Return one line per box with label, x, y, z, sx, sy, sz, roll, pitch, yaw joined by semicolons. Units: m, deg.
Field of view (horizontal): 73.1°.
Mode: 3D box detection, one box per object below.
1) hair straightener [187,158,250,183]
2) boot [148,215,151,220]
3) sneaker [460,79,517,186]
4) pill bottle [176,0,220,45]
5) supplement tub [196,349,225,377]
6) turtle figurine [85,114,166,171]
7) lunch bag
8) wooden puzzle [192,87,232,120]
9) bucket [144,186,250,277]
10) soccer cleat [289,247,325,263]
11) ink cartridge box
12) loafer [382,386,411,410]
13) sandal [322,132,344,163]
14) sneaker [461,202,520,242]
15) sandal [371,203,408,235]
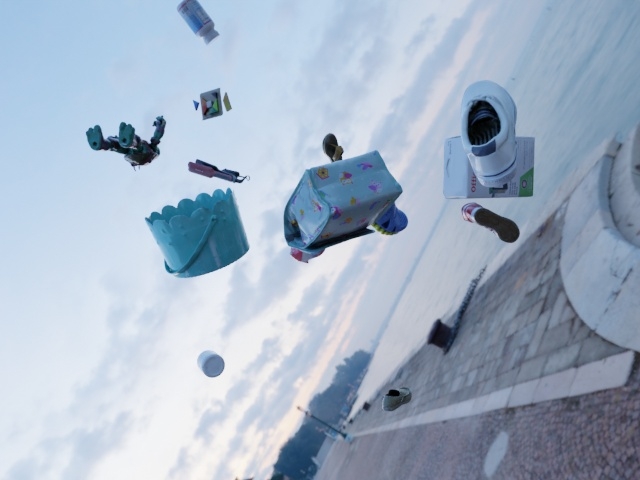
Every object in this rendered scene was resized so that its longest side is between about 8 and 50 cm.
hair straightener;-0.342;-0.244;1.504;0.089;0.230;0.047;-49;-32;-57
boot;-0.658;-0.067;1.857;0.084;0.158;0.059;-22;43;41
sneaker;0.280;-0.207;0.721;0.091;0.094;0.258;53;-148;-40
pill bottle;-0.455;-0.822;1.621;0.087;0.160;0.087;-33;21;14
supplement tub;-0.336;0.376;1.322;0.071;0.071;0.107;-59;17;-19
turtle figurine;-0.457;-0.244;1.076;0.175;0.118;0.234;-22;5;8
lunch bag;0.040;-0.074;1.069;0.223;0.160;0.262;-19;-21;-29
wooden puzzle;-0.277;-0.345;1.091;0.014;0.116;0.079;-3;-99;-62
bucket;-0.347;-0.024;1.251;0.281;0.281;0.183;-44;-58;-56
soccer cleat;0.000;0.000;1.427;0.248;0.095;0.083;-33;42;32
ink cartridge box;0.437;-0.188;1.122;0.092;0.219;0.160;-166;72;-68
loafer;0.252;0.506;1.404;0.148;0.056;0.050;-10;-82;-53
sandal;0.057;-0.294;1.486;0.072;0.049;0.180;-53;-40;-27
sneaker;0.323;-0.037;0.829;0.042;0.118;0.067;-59;21;8
sandal;0.202;-0.116;1.442;0.317;0.126;0.138;22;-48;-41
